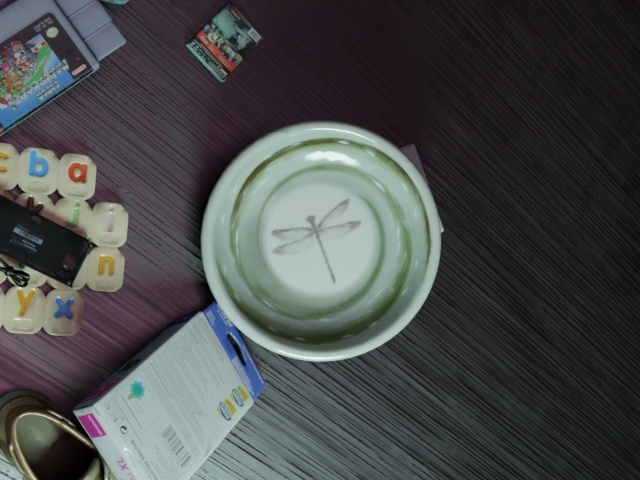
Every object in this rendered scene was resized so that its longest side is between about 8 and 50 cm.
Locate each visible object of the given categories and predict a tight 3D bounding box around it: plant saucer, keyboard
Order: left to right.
[{"bbox_3d":[-0.434,0.009,1.137,0.180,0.023,0.108,30,65,-25],"label":"keyboard"},{"bbox_3d":[0.000,0.000,1.331,0.401,0.100,0.400,0,93,-7],"label":"plant saucer"}]

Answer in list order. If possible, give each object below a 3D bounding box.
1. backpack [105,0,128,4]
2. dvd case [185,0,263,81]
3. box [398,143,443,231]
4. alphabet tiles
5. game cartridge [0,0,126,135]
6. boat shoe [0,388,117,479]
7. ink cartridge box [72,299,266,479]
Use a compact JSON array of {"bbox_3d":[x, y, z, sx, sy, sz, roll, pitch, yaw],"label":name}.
[{"bbox_3d":[-0.323,-0.419,1.209,0.105,0.114,0.084,12,80,-30],"label":"backpack"},{"bbox_3d":[-0.165,-0.344,1.357,0.087,0.013,0.119,45,67,-20],"label":"dvd case"},{"bbox_3d":[0.128,-0.075,1.439,0.091,0.130,0.170,-25,98,-31],"label":"box"},{"bbox_3d":[-0.431,0.000,1.164,0.284,0.021,0.277,6,83,-30],"label":"alphabet tiles"},{"bbox_3d":[-0.476,-0.272,1.092,0.355,0.068,0.230,-40,109,-16],"label":"game cartridge"},{"bbox_3d":[-0.347,0.351,1.127,0.324,0.116,0.123,48,66,-18],"label":"boat shoe"},{"bbox_3d":[-0.215,0.240,1.204,0.311,0.065,0.185,-43,109,-51],"label":"ink cartridge box"}]
